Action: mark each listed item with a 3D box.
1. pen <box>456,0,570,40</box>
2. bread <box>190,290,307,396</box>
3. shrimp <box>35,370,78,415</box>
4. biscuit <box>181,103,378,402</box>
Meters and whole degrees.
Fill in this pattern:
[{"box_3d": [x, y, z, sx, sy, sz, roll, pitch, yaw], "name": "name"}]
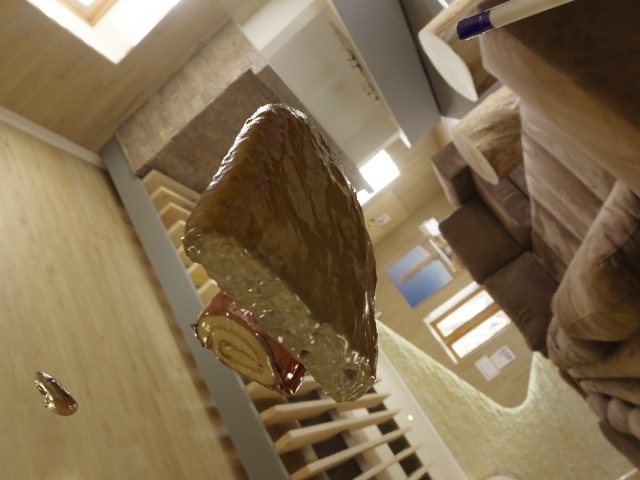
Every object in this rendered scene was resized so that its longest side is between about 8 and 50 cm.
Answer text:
[{"box_3d": [0.292, -0.314, 0.594, 0.033, 0.033, 0.269, 45, 161, -28], "name": "pen"}, {"box_3d": [-0.132, 0.168, 0.876, 0.244, 0.123, 0.190, 12, 126, 34], "name": "bread"}, {"box_3d": [-0.294, 0.165, 0.498, 0.023, 0.108, 0.059, -44, -73, -40], "name": "shrimp"}, {"box_3d": [0.001, 0.000, 0.723, 0.429, 0.104, 0.446, 56, -152, -31], "name": "biscuit"}]
